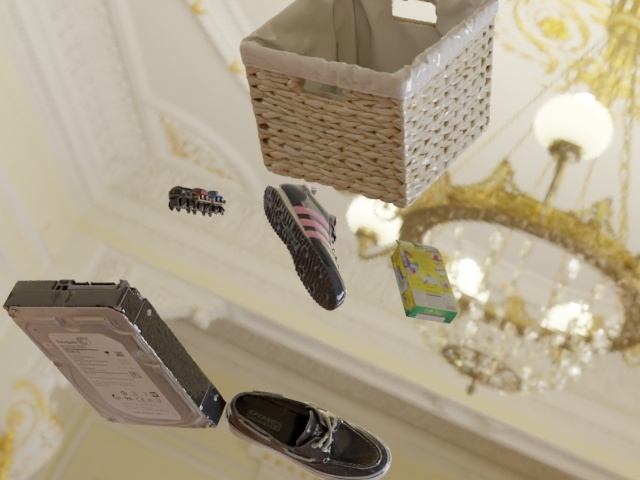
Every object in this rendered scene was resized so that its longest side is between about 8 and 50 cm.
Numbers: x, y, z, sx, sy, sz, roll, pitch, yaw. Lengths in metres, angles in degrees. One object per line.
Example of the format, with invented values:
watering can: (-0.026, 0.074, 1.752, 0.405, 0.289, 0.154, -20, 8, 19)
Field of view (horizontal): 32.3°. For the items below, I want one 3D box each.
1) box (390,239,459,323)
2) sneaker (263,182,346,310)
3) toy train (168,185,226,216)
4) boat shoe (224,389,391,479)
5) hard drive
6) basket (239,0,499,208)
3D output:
box: (0.202, 0.077, 2.188, 0.105, 0.179, 0.043, 11, -44, -24)
sneaker: (0.000, 0.000, 2.310, 0.319, 0.131, 0.112, 62, -34, 26)
toy train: (-0.167, -0.054, 1.501, 0.027, 0.036, 0.158, -8, -5, 17)
boat shoe: (-0.016, 0.328, 1.882, 0.301, 0.108, 0.102, 24, -23, -1)
hard drive: (-0.328, 0.190, 1.794, 0.237, 0.064, 0.339, -1, -42, 27)
basket: (0.091, -0.263, 1.876, 0.328, 0.331, 0.266, 17, -48, 30)
